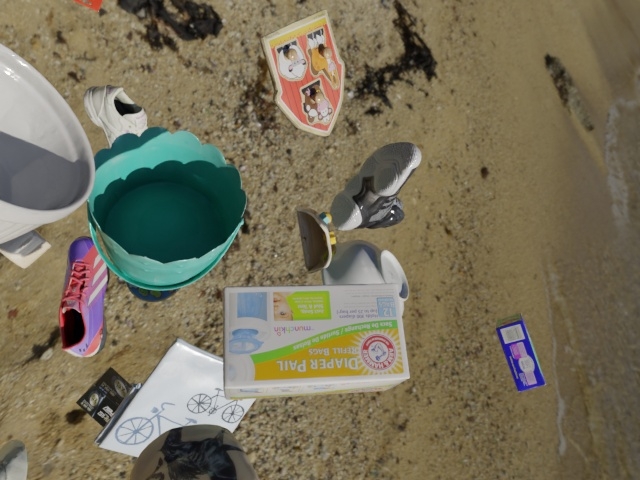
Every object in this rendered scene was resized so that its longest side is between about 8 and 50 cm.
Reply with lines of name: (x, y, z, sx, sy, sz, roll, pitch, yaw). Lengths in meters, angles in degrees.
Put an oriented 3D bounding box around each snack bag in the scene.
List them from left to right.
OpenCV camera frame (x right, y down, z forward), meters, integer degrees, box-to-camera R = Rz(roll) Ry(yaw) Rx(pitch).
snack bag: (-0.337, 0.423, 1.327, 0.323, 0.343, 0.037, 33, 5, -34)

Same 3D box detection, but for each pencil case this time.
pencil case: (-0.108, 0.411, 0.642, 0.159, 0.184, 0.410, -7, 30, -32)

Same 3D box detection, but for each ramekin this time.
ramekin: (-0.339, -0.090, 0.506, 0.207, 0.109, 0.207, 51, 21, -28)

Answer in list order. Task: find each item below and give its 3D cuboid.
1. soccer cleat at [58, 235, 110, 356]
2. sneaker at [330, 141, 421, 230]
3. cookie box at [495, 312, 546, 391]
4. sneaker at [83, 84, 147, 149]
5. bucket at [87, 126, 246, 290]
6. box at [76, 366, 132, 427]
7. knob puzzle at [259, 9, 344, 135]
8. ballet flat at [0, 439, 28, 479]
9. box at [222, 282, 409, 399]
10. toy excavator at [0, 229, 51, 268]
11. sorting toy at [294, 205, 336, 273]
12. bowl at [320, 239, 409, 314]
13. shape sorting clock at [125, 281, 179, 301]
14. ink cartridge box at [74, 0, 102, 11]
soccer cleat: (-0.613, 0.136, 1.336, 0.116, 0.108, 0.319, 68, 14, -76)
sneaker: (0.150, -0.114, 1.171, 0.153, 0.268, 0.101, 6, 52, -42)
cookie box: (0.285, 0.157, 0.748, 0.107, 0.040, 0.092, 6, 66, -71)
sneaker: (-0.555, -0.307, 1.514, 0.305, 0.152, 0.114, 65, 36, -36)
bucket: (-0.290, -0.049, 0.981, 0.280, 0.183, 0.281, 7, 64, -14)
box: (-0.603, 0.483, 1.541, 0.180, 0.077, 0.147, 46, 2, -7)
knob puzzle: (-0.009, -0.269, 0.880, 0.213, 0.029, 0.213, -9, 102, -50)
ballet flat: (-0.896, 0.735, 1.397, 0.139, 0.139, 0.401, 21, 51, -32)
box: (-0.011, 0.119, 0.610, 0.202, 0.103, 0.114, -1, 67, -9)
toy excavator: (-0.813, -0.089, 1.333, 0.445, 0.433, 0.222, 42, 75, 2)
sorting toy: (0.000, 0.000, 0.617, 0.044, 0.075, 0.084, -10, 99, -7)
bowl: (0.137, 0.112, 1.356, 0.298, 0.134, 0.298, 42, 32, -35)
shape sorting clock: (-0.500, 0.085, 1.587, 0.040, 0.206, 0.206, 57, 19, -68)
ink cartridge box: (-0.460, -0.531, 1.054, 0.062, 0.029, 0.115, 20, 79, -16)
